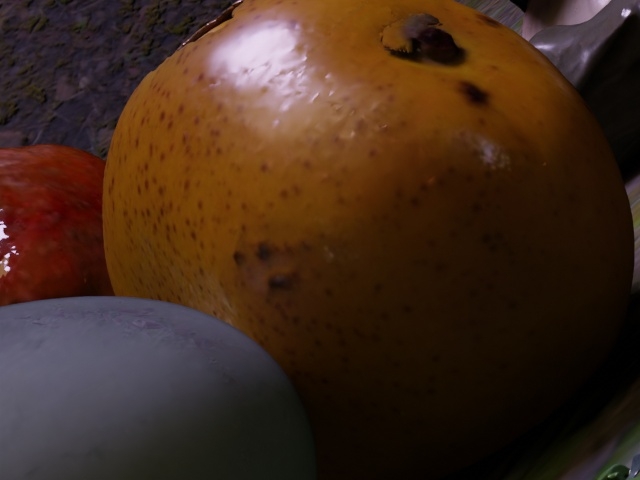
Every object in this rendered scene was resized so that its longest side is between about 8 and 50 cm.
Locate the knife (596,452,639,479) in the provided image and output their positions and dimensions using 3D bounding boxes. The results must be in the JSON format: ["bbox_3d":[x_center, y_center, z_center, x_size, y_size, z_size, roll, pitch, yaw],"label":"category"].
[{"bbox_3d":[0.058,0.104,0.509,0.166,0.022,0.078,-45,5,-36],"label":"knife"}]

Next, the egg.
[{"bbox_3d":[-0.118,0.120,0.623,0.264,0.183,0.183,-35,8,-9],"label":"egg"}]

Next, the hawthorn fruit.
[{"bbox_3d":[-0.175,0.055,1.113,0.224,0.224,0.261,-40,21,-7],"label":"hawthorn fruit"}]

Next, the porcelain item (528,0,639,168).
[{"bbox_3d":[0.131,-0.072,0.899,0.216,0.081,0.069,-35,29,45],"label":"porcelain item"}]

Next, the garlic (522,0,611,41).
[{"bbox_3d":[0.183,-0.133,0.953,0.174,0.099,0.124,-31,19,36],"label":"garlic"}]

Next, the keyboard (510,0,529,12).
[{"bbox_3d":[0.131,-0.150,1.038,0.072,0.023,0.231,-59,-27,5],"label":"keyboard"}]

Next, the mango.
[{"bbox_3d":[0.000,0.000,0.759,0.160,0.191,0.290,-36,1,-27],"label":"mango"}]
